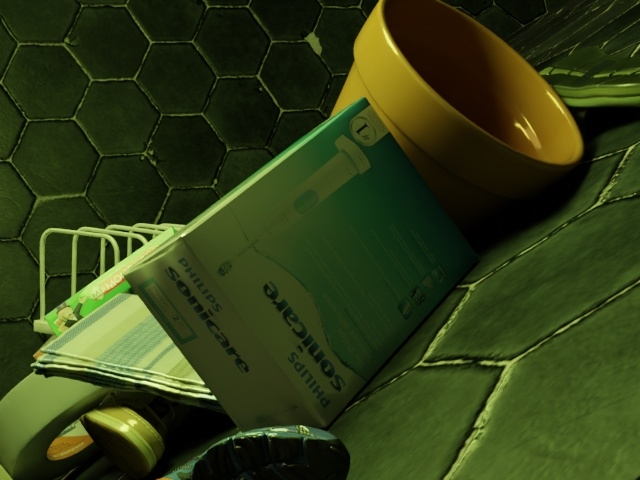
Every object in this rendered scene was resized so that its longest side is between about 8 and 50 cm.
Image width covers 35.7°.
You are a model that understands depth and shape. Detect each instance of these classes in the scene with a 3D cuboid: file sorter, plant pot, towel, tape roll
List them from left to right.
[{"bbox_3d":[-0.343,0.238,1.356,0.219,0.072,0.219,-36,-21,-17],"label":"tape roll"},{"bbox_3d":[-0.305,0.064,1.659,0.193,0.173,0.278,6,6,35],"label":"file sorter"},{"bbox_3d":[-0.173,0.131,1.198,0.285,0.034,0.209,7,23,19],"label":"towel"},{"bbox_3d":[0.130,-0.122,1.167,0.203,0.291,0.291,-50,-1,31],"label":"plant pot"}]

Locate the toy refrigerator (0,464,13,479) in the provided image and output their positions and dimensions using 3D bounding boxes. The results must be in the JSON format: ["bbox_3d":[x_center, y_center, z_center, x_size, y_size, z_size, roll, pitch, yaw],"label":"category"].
[{"bbox_3d":[-0.458,0.360,1.338,0.094,0.102,0.269,-39,9,-24],"label":"toy refrigerator"}]

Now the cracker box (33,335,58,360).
[{"bbox_3d":[-0.449,0.237,1.883,0.067,0.155,0.232,-35,8,1],"label":"cracker box"}]

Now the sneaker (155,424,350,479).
[{"bbox_3d":[-0.059,0.181,0.765,0.221,0.083,0.087,-25,4,39],"label":"sneaker"}]

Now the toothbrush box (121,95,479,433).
[{"bbox_3d":[-0.009,0.025,0.990,0.126,0.216,0.295,-28,11,48],"label":"toothbrush box"}]

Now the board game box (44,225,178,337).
[{"bbox_3d":[-0.257,0.129,1.471,0.214,0.046,0.317,-36,-27,-13],"label":"board game box"}]

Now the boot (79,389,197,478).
[{"bbox_3d":[-0.184,0.192,1.224,0.203,0.095,0.262,-36,4,-20],"label":"boot"}]

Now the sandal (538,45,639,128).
[{"bbox_3d":[0.347,-0.181,1.253,0.120,0.086,0.303,-31,21,-11],"label":"sandal"}]
